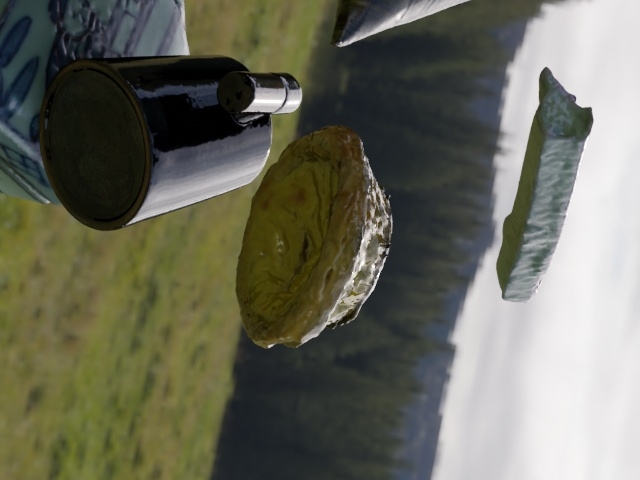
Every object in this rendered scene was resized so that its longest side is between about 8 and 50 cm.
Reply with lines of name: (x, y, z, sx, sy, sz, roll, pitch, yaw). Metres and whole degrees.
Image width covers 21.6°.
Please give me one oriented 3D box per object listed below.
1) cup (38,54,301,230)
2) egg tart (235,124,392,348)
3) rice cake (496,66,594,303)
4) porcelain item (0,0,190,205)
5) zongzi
cup: (-0.131, -0.097, 1.636, 0.177, 0.239, 0.166, -14, 111, -46)
egg tart: (0.000, 0.000, 1.322, 0.191, 0.074, 0.191, -41, -140, 46)
rice cake: (0.194, -0.041, 1.483, 0.290, 0.051, 0.081, 95, -11, -58)
porcelain item: (-0.281, -0.200, 1.766, 0.286, 0.157, 0.281, 50, 56, -47)
zongzi: (0.136, -0.243, 1.550, 0.111, 0.247, 0.241, 91, 4, -48)
